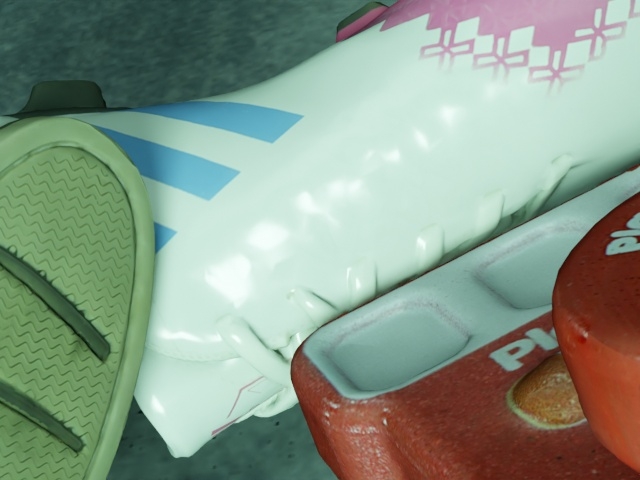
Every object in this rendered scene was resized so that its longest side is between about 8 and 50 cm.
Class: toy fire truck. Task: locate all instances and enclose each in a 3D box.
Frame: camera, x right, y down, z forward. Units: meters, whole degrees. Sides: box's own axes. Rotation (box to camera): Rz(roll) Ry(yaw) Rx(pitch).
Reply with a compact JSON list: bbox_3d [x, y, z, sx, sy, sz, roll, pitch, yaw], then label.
[{"bbox_3d":[0.158,0.013,0.547,0.302,0.169,0.254,-28,25,-9],"label":"toy fire truck"}]

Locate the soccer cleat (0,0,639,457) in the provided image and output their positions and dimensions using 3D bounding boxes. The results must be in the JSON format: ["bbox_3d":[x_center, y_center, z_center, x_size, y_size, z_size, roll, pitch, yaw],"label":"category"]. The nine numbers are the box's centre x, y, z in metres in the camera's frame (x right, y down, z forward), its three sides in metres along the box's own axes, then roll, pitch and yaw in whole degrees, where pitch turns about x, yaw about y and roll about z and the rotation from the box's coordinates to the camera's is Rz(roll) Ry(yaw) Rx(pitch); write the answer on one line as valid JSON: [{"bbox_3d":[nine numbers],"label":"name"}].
[{"bbox_3d":[0.000,0.000,0.682,0.331,0.116,0.143,-15,57,14],"label":"soccer cleat"}]

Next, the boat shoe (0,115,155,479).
[{"bbox_3d":[-0.151,0.096,0.588,0.103,0.113,0.302,6,66,45],"label":"boat shoe"}]
